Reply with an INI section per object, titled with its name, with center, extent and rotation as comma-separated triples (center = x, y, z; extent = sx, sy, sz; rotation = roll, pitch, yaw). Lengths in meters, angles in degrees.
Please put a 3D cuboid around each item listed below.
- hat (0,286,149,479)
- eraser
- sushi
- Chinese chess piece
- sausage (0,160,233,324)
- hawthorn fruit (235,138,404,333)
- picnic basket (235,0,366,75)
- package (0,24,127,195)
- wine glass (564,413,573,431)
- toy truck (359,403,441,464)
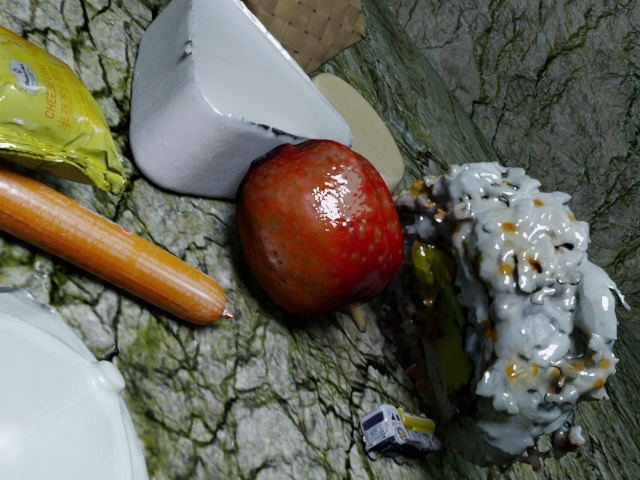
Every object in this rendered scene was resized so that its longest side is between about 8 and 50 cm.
[hat]
center = -0.226, 0.144, 0.262
extent = 0.257, 0.168, 0.301
rotation = 53, 26, 1
[eraser]
center = -0.099, -0.173, 0.871
extent = 0.331, 0.150, 0.331
rotation = 36, 31, -26
[sushi]
center = 0.198, 0.098, 0.805
extent = 0.176, 0.417, 0.417
rotation = -11, 59, -16
[Chinese chess piece]
center = 0.043, -0.185, 1.158
extent = 0.273, 0.102, 0.273
rotation = 37, 32, -29
[sausage]
center = -0.218, -0.002, 0.574
extent = 0.348, 0.053, 0.053
rotation = 34, 32, -33
[hawthorn fruit]
center = 0.000, 0.000, 0.768
extent = 0.215, 0.215, 0.249
rotation = -9, 81, -61
[picnic basket]
center = -0.118, -0.453, 1.051
extent = 0.293, 0.337, 0.337
rotation = -37, 90, -21
[package]
center = -0.274, -0.130, 0.562
extent = 0.226, 0.090, 0.168
rotation = 45, 11, 34
[wine glass]
center = 0.520, 0.371, 1.326
extent = 0.039, 0.042, 0.083
rotation = 26, 26, 12
[toy truck]
center = 0.102, 0.245, 0.794
extent = 0.123, 0.052, 0.062
rotation = 28, 32, -43
